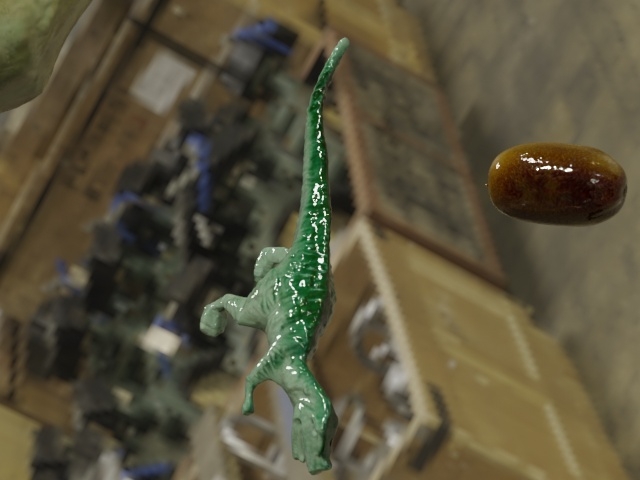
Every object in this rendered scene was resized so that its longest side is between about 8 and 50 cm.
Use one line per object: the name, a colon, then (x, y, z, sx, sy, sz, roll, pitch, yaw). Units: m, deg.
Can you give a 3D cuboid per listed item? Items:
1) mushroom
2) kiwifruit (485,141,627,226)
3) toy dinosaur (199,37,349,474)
mushroom: (-0.281, -0.193, 1.626, 0.189, 0.267, 0.164, -29, 76, 45)
kiwifruit: (0.207, -0.049, 1.744, 0.075, 0.124, 0.075, 1, -90, -77)
toy dinosaur: (-0.037, 0.013, 1.591, 0.129, 0.076, 0.383, -22, 59, 34)
